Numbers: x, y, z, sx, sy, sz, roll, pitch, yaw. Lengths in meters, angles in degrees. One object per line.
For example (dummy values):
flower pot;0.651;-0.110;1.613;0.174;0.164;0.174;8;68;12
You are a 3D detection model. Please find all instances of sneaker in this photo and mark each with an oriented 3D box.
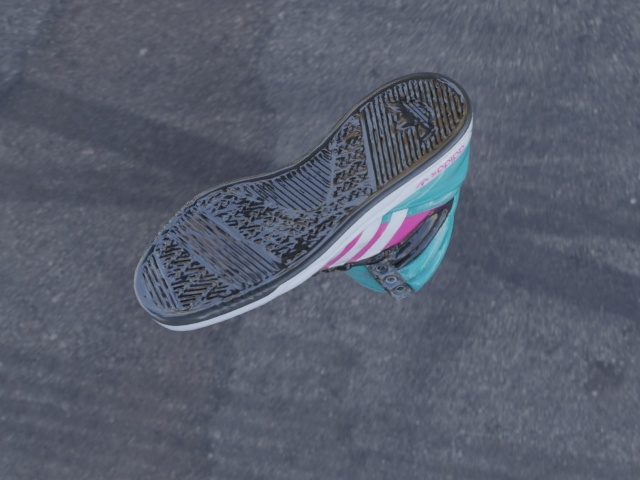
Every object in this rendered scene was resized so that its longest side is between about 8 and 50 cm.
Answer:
sneaker;0.000;0.000;0.859;0.295;0.178;0.124;-32;60;-7
